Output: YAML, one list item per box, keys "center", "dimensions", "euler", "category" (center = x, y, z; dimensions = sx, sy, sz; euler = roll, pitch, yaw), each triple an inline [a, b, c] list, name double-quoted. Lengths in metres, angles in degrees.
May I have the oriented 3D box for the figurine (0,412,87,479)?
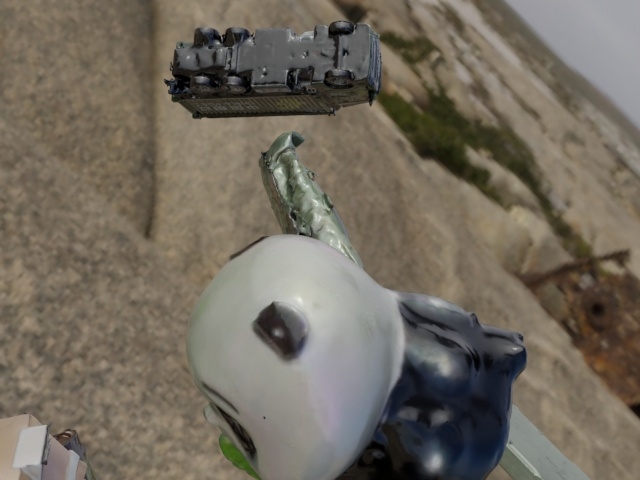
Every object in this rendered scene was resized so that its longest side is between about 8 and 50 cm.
- center: [-0.297, 0.294, 1.187]
  dimensions: [0.163, 0.141, 0.237]
  euler: [-102, 169, -51]
  category: "figurine"

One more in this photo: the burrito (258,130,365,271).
- center: [-0.002, 0.002, 1.287]
  dimensions: [0.096, 0.066, 0.309]
  euler: [96, -25, -53]
  category: "burrito"

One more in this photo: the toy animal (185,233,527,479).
- center: [0.012, 0.121, 0.923]
  dimensions: [0.266, 0.213, 0.212]
  euler: [24, 21, -22]
  category: "toy animal"

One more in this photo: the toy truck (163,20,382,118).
- center: [-0.052, -0.205, 1.366]
  dimensions: [0.121, 0.259, 0.088]
  euler: [39, 53, -69]
  category: "toy truck"

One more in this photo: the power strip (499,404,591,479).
- center: [0.178, 0.186, 1.103]
  dimensions: [0.227, 0.029, 0.080]
  euler: [46, 25, 29]
  category: "power strip"

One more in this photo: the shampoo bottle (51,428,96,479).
- center: [-0.345, 0.450, 1.699]
  dimensions: [0.129, 0.084, 0.323]
  euler: [-176, -115, -78]
  category: "shampoo bottle"
